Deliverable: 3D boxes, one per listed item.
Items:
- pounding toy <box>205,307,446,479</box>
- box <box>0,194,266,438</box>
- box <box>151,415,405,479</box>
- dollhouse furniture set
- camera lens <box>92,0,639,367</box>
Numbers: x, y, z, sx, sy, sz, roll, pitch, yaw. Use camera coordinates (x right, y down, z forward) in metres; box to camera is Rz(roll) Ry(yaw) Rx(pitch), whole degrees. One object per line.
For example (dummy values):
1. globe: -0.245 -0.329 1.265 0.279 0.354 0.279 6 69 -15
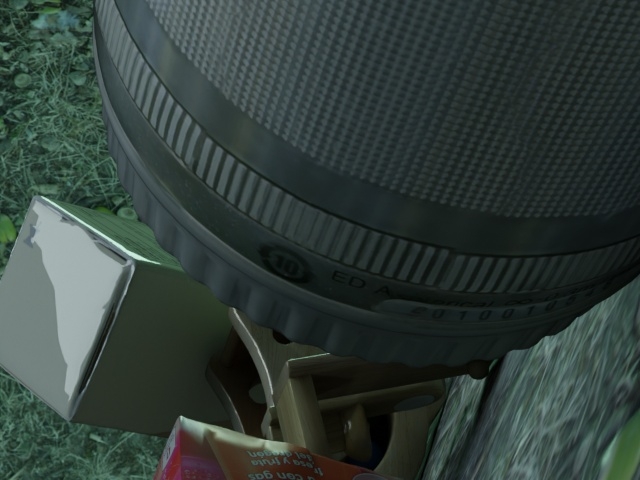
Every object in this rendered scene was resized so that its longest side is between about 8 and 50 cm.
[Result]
1. pounding toy: 0.004 0.091 1.155 0.269 0.154 0.155 -67 0 -47
2. box: -0.077 0.074 1.331 0.148 0.311 0.121 31 101 47
3. box: -0.052 0.230 0.857 0.128 0.122 0.257 -99 28 -62
4. dollhouse furniture set: 0.047 0.149 0.990 0.144 0.123 0.151 112 146 -65
5. camera lens: 0.052 -0.115 0.523 0.274 0.219 0.219 112 -179 -53
